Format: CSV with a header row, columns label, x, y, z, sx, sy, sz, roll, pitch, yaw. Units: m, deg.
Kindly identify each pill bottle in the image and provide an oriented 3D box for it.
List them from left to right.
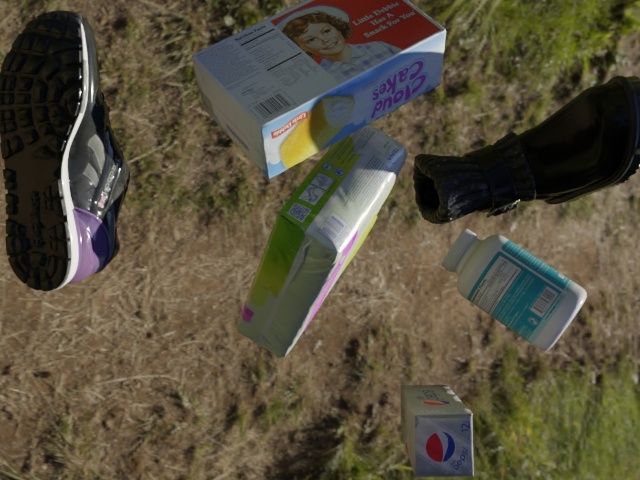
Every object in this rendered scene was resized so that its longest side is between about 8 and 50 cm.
label,x,y,z,sx,sy,sz,roll,pitch,yaw
pill bottle,0.372,0.086,1.437,0.146,0.264,0.146,-47,162,-21

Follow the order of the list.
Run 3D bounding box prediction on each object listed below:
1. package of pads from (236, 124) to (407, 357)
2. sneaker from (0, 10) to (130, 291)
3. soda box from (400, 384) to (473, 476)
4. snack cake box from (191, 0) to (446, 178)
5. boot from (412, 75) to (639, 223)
label,x,y,z,sx,sy,sz,roll,pitch,yaw
package of pads,0.000,0.000,1.021,0.101,0.296,0.229,32,52,4
sneaker,-0.263,-0.096,0.781,0.124,0.107,0.283,-24,124,-66
soda box,0.188,0.310,1.221,0.286,0.091,0.098,43,46,-87
snack cake box,0.001,-0.205,0.877,0.264,0.152,0.089,-31,147,-19
boot,0.286,-0.115,1.058,0.260,0.348,0.131,-5,74,-7
